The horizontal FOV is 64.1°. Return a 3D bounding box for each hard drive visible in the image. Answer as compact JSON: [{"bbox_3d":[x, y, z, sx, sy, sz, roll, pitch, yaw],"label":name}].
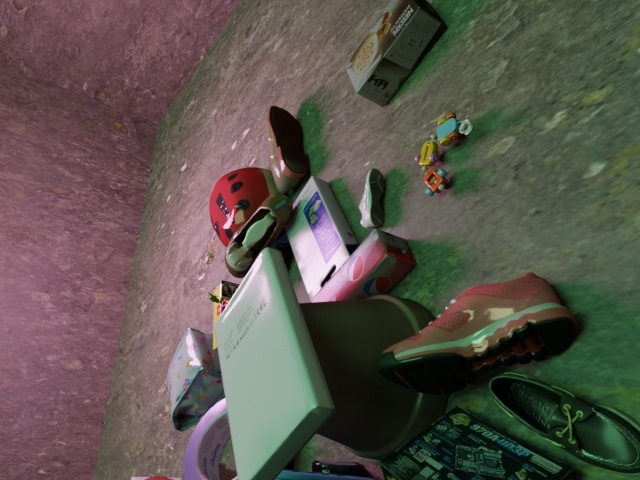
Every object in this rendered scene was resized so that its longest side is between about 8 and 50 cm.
[{"bbox_3d":[-0.100,0.210,0.893,0.233,0.047,0.353,-55,35,25],"label":"hard drive"}]

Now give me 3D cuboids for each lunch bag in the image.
[{"bbox_3d":[-0.419,0.466,1.693,0.262,0.160,0.223,-57,35,13],"label":"lunch bag"}]

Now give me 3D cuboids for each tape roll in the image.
[{"bbox_3d":[-0.207,0.528,1.282,0.274,0.090,0.275,-22,41,21],"label":"tape roll"}]

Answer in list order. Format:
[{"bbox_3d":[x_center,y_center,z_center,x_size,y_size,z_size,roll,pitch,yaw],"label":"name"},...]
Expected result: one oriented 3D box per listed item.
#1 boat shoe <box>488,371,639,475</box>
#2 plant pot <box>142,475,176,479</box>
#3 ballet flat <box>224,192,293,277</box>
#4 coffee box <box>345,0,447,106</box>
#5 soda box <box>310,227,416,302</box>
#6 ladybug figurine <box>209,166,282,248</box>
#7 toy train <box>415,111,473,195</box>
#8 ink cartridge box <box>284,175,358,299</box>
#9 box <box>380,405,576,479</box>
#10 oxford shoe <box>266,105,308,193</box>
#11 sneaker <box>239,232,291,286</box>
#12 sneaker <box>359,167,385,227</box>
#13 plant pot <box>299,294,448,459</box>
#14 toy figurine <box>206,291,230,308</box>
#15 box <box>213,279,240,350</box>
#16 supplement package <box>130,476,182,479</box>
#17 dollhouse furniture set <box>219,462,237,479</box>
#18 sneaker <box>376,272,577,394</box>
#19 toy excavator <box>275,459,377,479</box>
[{"bbox_3d":[0.335,0.249,0.706,0.227,0.068,0.081,18,90,59],"label":"boat shoe"},{"bbox_3d":[-0.267,0.645,1.053,0.243,0.275,0.275,-5,66,21],"label":"plant pot"},{"bbox_3d":[-0.202,0.004,1.489,0.342,0.116,0.124,-46,0,29],"label":"ballet flat"},{"bbox_3d":[0.182,-0.483,1.283,0.246,0.098,0.141,-49,39,33],"label":"coffee box"},{"bbox_3d":[0.088,0.097,1.145,0.263,0.092,0.084,-51,39,31],"label":"soda box"},{"bbox_3d":[-0.261,-0.103,1.724,0.305,0.161,0.449,-65,32,11],"label":"ladybug figurine"},{"bbox_3d":[0.261,-0.178,1.061,0.166,0.046,0.125,-62,34,22],"label":"toy train"},{"bbox_3d":[0.000,0.000,1.359,0.176,0.069,0.371,-54,33,26],"label":"ink cartridge box"},{"bbox_3d":[0.221,0.345,0.744,0.220,0.175,0.051,12,123,58],"label":"box"},{"bbox_3d":[-0.135,-0.304,1.670,0.130,0.122,0.349,-51,36,39],"label":"oxford shoe"},{"bbox_3d":[-0.137,0.082,1.529,0.090,0.081,0.232,42,97,10],"label":"sneaker"},{"bbox_3d":[0.119,-0.102,1.236,0.061,0.053,0.152,-20,59,55],"label":"sneaker"},{"bbox_3d":[0.035,0.241,0.980,0.323,0.280,0.324,-33,48,45],"label":"plant pot"},{"bbox_3d":[-0.213,0.291,1.377,0.362,0.191,0.217,7,73,52],"label":"toy figurine"},{"bbox_3d":[-0.305,0.250,1.689,0.058,0.087,0.233,-41,42,40],"label":"box"},{"bbox_3d":[-0.499,0.895,1.581,0.293,0.177,0.176,22,93,58],"label":"supplement package"},{"bbox_3d":[-0.253,0.805,1.353,0.287,0.197,0.304,-76,-8,-50],"label":"dollhouse furniture set"},{"bbox_3d":[0.239,0.148,0.833,0.313,0.116,0.136,-23,37,19],"label":"sneaker"},{"bbox_3d":[0.053,0.499,0.842,0.445,0.432,0.223,112,165,-70],"label":"toy excavator"}]
